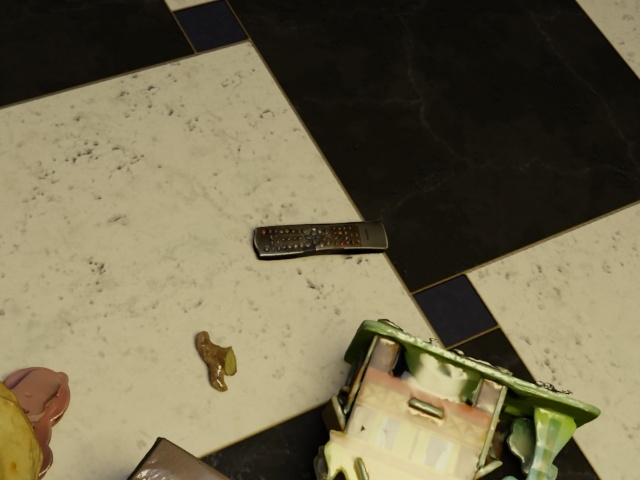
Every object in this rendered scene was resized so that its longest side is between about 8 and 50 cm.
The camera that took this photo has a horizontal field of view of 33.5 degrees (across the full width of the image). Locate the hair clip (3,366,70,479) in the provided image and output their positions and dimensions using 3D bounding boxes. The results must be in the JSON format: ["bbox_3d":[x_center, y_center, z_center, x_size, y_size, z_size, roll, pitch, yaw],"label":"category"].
[{"bbox_3d":[-0.393,0.238,1.411,0.123,0.102,0.138,22,23,0],"label":"hair clip"}]

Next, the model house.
[{"bbox_3d":[0.158,0.319,1.408,0.357,0.242,0.313,21,72,0],"label":"model house"}]

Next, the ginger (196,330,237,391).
[{"bbox_3d":[-0.143,0.166,1.511,0.048,0.030,0.097,-16,64,-20],"label":"ginger"}]

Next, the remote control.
[{"bbox_3d":[0.000,0.000,1.653,0.212,0.028,0.059,-3,62,-14],"label":"remote control"}]

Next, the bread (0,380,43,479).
[{"bbox_3d":[-0.437,0.254,1.283,0.244,0.244,0.134,34,27,10],"label":"bread"}]

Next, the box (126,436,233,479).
[{"bbox_3d":[-0.208,0.383,1.270,0.153,0.188,0.252,34,60,7],"label":"box"}]
